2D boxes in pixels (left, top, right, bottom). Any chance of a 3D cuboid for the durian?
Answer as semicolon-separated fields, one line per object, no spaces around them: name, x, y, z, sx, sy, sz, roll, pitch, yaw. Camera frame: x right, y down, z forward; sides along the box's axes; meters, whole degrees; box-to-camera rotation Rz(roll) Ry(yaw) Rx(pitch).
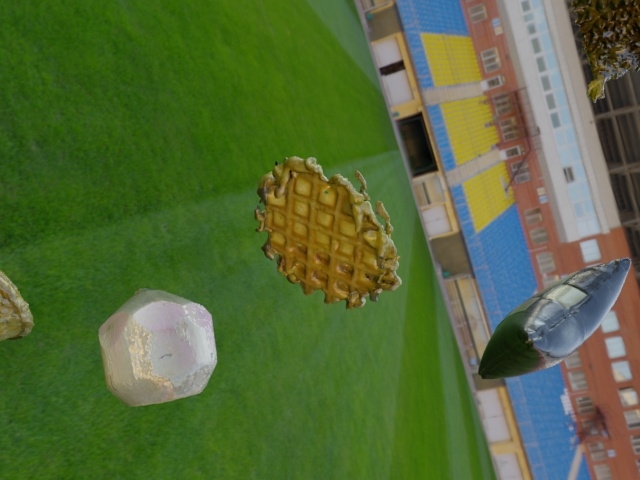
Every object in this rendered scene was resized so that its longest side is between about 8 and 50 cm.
durian;0.320;-0.234;0.510;0.147;0.208;0.102;30;2;-11

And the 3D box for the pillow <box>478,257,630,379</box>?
pillow;0.379;0.131;0.835;0.106;0.250;0.186;52;-23;20

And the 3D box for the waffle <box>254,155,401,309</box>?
waffle;-0.001;0.002;0.812;0.280;0.262;0.060;51;47;-15

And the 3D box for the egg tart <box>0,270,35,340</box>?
egg tart;-0.541;0.091;0.770;0.212;0.213;0.090;65;33;-31

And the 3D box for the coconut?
coconut;-0.327;0.207;1.043;0.227;0.227;0.230;25;54;-72
